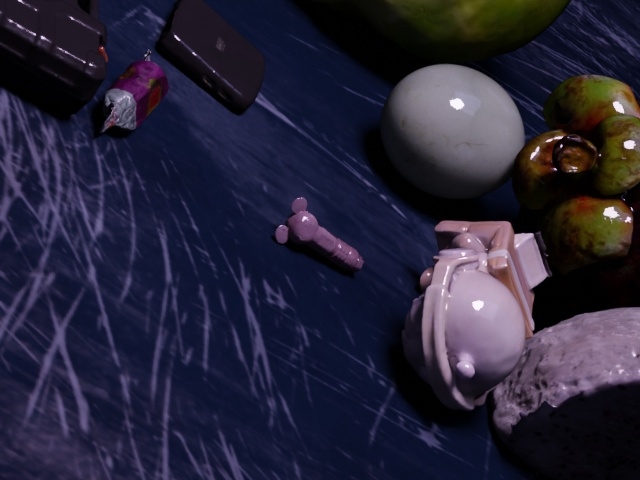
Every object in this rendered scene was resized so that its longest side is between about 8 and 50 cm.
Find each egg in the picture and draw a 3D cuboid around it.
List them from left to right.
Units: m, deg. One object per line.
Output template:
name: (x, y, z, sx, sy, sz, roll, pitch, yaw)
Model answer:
egg: (0.151, -0.121, 2.221, 0.192, 0.149, 0.149, 26, 32, -50)

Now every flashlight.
flashlight: (0.000, 0.000, 1.980, 0.110, 0.052, 0.031, 34, -6, -35)

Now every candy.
candy: (-0.180, -0.142, 1.909, 0.043, 0.045, 0.175, 13, 29, 9)

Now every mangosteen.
mangosteen: (0.352, -0.026, 2.217, 0.311, 0.311, 0.311, 34, 30, -23)

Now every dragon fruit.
dragon fruit: (0.339, 0.161, 2.043, 0.283, 0.221, 0.204, 33, 36, -20)

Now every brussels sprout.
brussels sprout: (0.165, -0.403, 2.400, 0.361, 0.342, 0.425, 42, 38, 7)

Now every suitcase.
suitcase: (-0.298, -0.260, 1.874, 0.206, 0.066, 0.285, 29, 32, -28)

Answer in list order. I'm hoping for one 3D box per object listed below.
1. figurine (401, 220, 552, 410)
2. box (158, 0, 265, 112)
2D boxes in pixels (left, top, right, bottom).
figurine: (0.144, 0.075, 1.983, 0.236, 0.141, 0.162, -64, 142, -52)
box: (-0.114, -0.200, 2.096, 0.125, 0.027, 0.126, 41, 27, -15)
